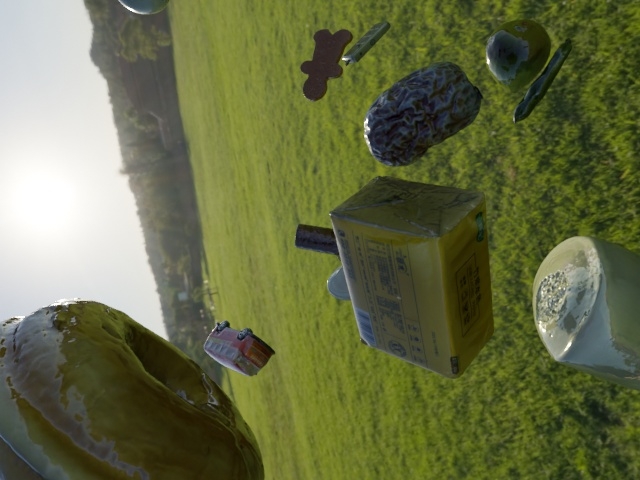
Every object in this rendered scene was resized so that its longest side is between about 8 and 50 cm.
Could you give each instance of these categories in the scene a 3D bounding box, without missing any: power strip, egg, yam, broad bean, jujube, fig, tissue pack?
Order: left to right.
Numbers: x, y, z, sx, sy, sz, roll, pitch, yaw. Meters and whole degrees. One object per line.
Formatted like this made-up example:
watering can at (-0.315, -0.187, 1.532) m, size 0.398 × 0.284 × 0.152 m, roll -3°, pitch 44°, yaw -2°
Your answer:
egg at (-0.425, -0.599, 1.274) m, size 0.152 × 0.114 × 0.114 m, roll 26°, pitch 146°, yaw 13°
yam at (0.000, -0.002, 1.544) m, size 0.079 × 0.141 × 0.079 m, roll 9°, pitch -90°, yaw -85°
power strip at (0.127, -0.567, 1.549) m, size 0.028 × 0.169 × 0.076 m, roll 46°, pitch 174°, yaw -27°
tissue pack at (0.213, 0.073, 1.207) m, size 0.293 × 0.228 × 0.382 m, roll 16°, pitch 133°, yaw 41°
jujube at (0.265, -0.336, 1.431) m, size 0.226 × 0.317 × 0.226 m, roll 50°, pitch -157°, yaw -30°
fig at (0.648, -0.618, 1.802) m, size 0.230 × 0.207 × 0.207 m, roll -59°, pitch 44°, yaw 45°
broad bean at (0.709, -0.504, 1.704) m, size 0.056 × 0.318 × 0.098 m, roll 35°, pitch -178°, yaw 13°

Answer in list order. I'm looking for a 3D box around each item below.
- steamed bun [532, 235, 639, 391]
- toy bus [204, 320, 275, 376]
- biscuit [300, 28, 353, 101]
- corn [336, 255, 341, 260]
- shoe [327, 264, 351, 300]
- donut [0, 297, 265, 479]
steamed bun at (0.805, 0.177, 1.447) m, size 0.456 × 0.371 × 0.290 m, roll -70°, pitch 1°, yaw -61°
toy bus at (-0.164, 0.216, 1.062) m, size 0.079 × 0.077 × 0.174 m, roll 48°, pitch 156°, yaw -25°
biscuit at (0.011, -0.577, 1.777) m, size 0.165 × 0.036 × 0.250 m, roll 17°, pitch 89°, yaw 33°
corn at (0.157, -0.035, 1.903) m, size 0.305 × 0.123 × 0.122 m, roll -39°, pitch 80°, yaw 27°
shoe at (0.142, 0.069, 1.498) m, size 0.124 × 0.316 × 0.159 m, roll 65°, pitch -166°, yaw 20°
donut at (-0.263, 0.248, 0.734) m, size 0.449 × 0.198 × 0.449 m, roll 38°, pitch 172°, yaw 6°
